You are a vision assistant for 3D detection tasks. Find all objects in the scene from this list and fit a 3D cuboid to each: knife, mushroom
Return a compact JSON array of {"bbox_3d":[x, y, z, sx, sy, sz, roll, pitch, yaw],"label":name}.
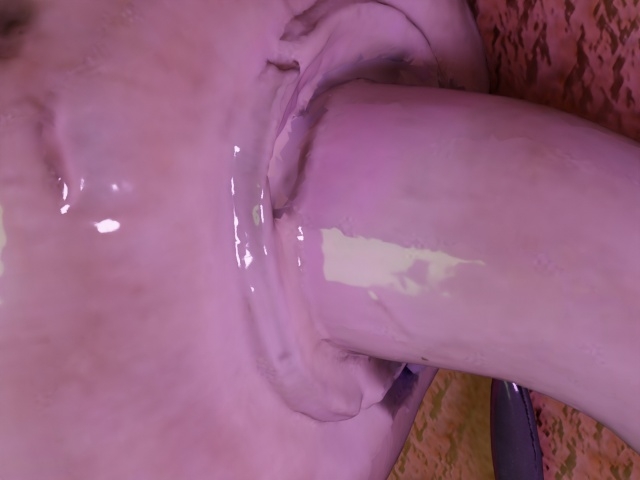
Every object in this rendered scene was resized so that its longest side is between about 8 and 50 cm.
[{"bbox_3d":[0.110,0.165,0.930,0.035,0.018,0.247,23,134,46],"label":"knife"},{"bbox_3d":[-0.021,-0.005,0.754,0.315,0.356,0.315,-57,22,37],"label":"mushroom"}]
